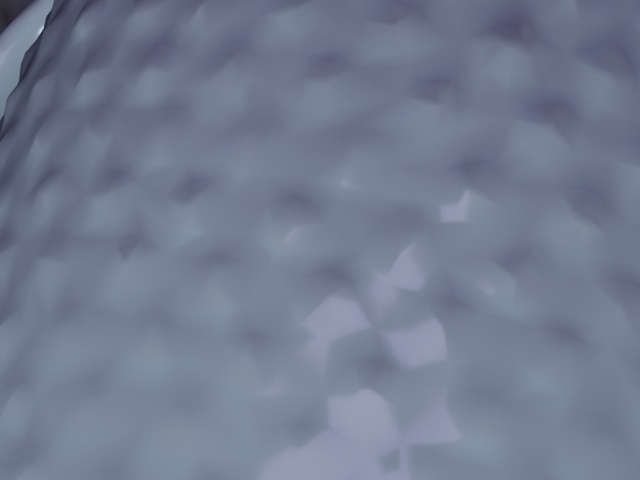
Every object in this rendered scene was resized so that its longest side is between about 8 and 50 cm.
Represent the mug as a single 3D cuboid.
[{"bbox_3d":[0.000,0.000,0.587,0.374,0.276,0.328,3,72,40],"label":"mug"}]
